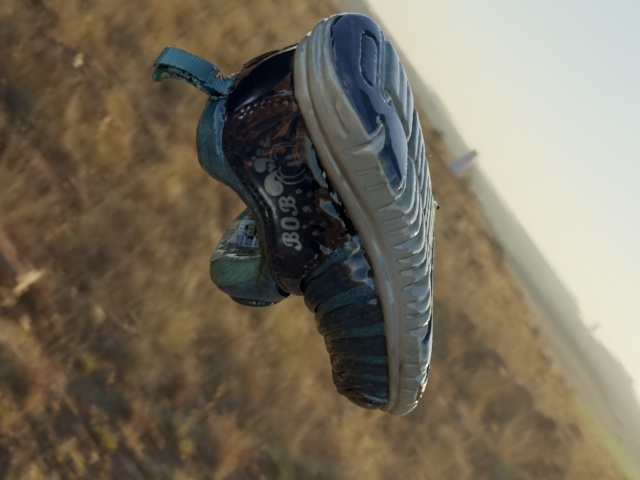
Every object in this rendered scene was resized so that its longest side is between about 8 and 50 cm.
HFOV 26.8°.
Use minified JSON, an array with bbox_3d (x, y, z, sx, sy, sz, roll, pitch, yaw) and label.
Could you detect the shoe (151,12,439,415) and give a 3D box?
[{"bbox_3d":[0.000,0.000,0.405,0.064,0.071,0.143,-80,160,-44],"label":"shoe"}]
